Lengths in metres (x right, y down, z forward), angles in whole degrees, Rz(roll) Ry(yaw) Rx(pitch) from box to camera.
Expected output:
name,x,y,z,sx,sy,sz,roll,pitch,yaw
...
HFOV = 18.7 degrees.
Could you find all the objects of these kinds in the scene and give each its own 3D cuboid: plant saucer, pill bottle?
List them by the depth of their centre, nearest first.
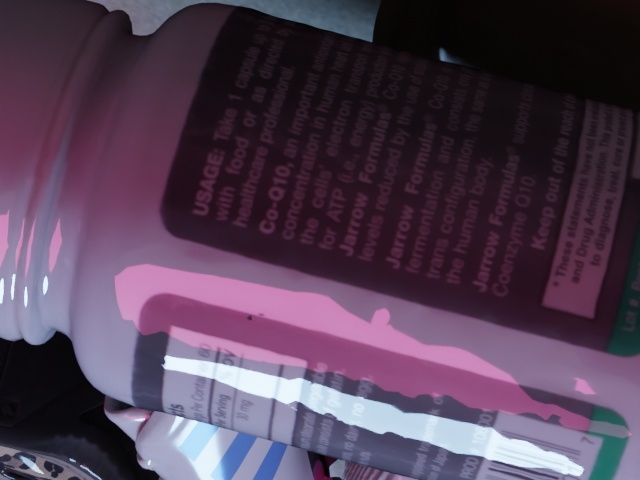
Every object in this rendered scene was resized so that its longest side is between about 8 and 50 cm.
name,x,y,z,sx,sy,sz,roll,pitch,yaw
pill bottle,0.000,0.000,0.955,0.361,0.204,0.204,15,143,2
plant saucer,0.162,-0.076,1.003,0.278,0.041,0.278,16,142,12

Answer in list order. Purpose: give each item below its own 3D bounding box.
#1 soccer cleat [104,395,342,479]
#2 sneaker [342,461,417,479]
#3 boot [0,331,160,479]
name,x,y,z,sx,sy,sz,roll,pitch,yaw
soccer cleat,-0.059,0.132,1.260,0.143,0.116,0.331,-8,123,2
sneaker,0.099,0.120,1.153,0.161,0.102,0.282,21,-174,0
boot,-0.218,0.106,1.364,0.377,0.138,0.284,24,166,-40
